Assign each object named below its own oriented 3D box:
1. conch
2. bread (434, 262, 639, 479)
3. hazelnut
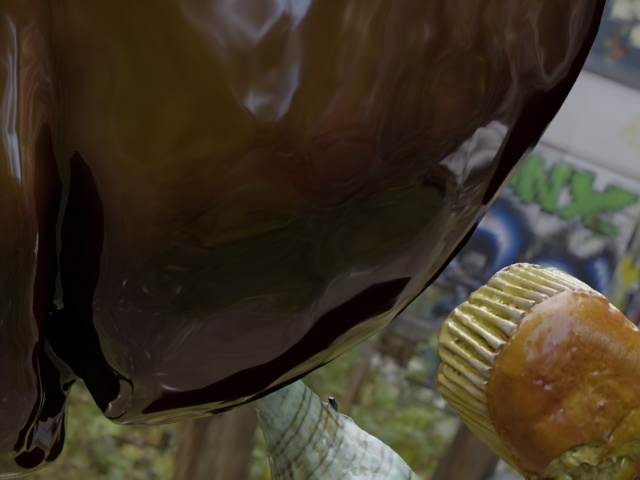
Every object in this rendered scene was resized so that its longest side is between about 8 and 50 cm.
[{"bbox_3d":[0.015,0.276,1.436,0.203,0.170,0.386,-6,-44,17],"label":"conch"},{"bbox_3d":[0.226,0.139,1.546,0.250,0.179,0.133,49,-11,-29],"label":"bread"},{"bbox_3d":[-0.094,-0.151,0.524,0.429,0.402,0.402,66,-10,-13],"label":"hazelnut"}]
